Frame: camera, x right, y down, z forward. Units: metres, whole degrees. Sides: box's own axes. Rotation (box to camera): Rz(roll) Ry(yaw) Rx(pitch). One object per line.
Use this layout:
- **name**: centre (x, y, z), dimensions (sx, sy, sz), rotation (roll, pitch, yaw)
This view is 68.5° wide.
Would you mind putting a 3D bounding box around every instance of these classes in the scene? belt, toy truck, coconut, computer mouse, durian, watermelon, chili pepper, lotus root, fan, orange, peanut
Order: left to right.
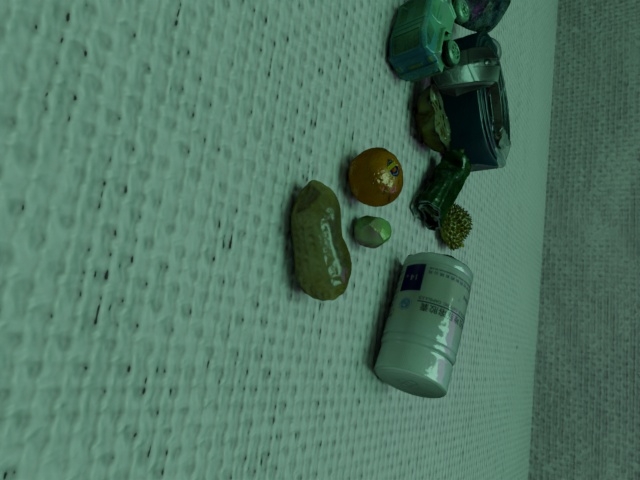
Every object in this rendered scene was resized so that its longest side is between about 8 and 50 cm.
- **peanut**: centre (0.000, 0.000, 0.919), dimensions (0.120, 0.110, 0.236), rotation (-5, 88, -32)
- **coconut**: centre (0.117, -0.021, 1.098), dimensions (0.083, 0.081, 0.082), rotation (-40, 94, -27)
- **orange**: centre (0.122, -0.141, 1.072), dimensions (0.136, 0.118, 0.135), rotation (27, 50, -37)
- **fan**: centre (0.326, -0.128, 1.436), dimensions (0.240, 0.009, 0.131), rotation (-39, 121, -47)
- **toy truck**: centre (0.286, -0.560, 1.257), dimensions (0.156, 0.155, 0.278), rotation (33, 64, -40)
- **lotus root**: centre (0.319, -0.347, 1.371), dimensions (0.203, 0.078, 0.183), rotation (46, 43, -49)
- **chili pepper**: centre (0.378, -0.173, 1.415), dimensions (0.136, 0.099, 0.270), rotation (47, 60, -35)
- **durian**: centre (0.449, -0.032, 1.533), dimensions (0.208, 0.103, 0.146), rotation (57, 42, -42)
- **computer mouse**: centre (0.417, -0.485, 1.324), dimensions (0.231, 0.071, 0.126), rotation (-15, 88, -14)
- **watermelon**: centre (0.472, -0.780, 1.450), dimensions (0.319, 0.148, 0.226), rotation (4, 59, -31)
- **belt**: centre (0.502, -0.440, 1.532), dimensions (0.300, 0.173, 0.435), rotation (-25, 110, -49)

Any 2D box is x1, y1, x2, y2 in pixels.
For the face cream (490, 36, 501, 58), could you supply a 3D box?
- **face cream**: centre (0.589, -0.670, 1.688), dimensions (0.104, 0.117, 0.117), rotation (-47, 129, -66)

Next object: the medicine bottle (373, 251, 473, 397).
- **medicine bottle**: centre (0.267, 0.215, 1.211), dimensions (0.190, 0.190, 0.332), rotation (47, 54, -43)
